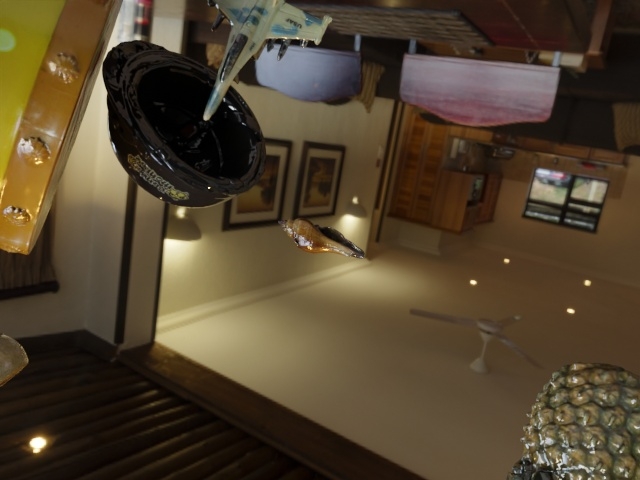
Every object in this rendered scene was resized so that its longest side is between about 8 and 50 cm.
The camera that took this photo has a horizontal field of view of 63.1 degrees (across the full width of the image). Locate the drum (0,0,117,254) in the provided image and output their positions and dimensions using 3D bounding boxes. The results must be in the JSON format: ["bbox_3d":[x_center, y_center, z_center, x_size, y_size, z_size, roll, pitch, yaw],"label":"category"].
[{"bbox_3d":[-0.387,-0.201,0.616,0.214,0.431,0.431,19,-173,-26],"label":"drum"}]

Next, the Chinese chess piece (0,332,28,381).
[{"bbox_3d":[-0.847,0.340,1.265,0.104,0.257,0.257,52,-168,-6],"label":"Chinese chess piece"}]

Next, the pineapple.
[{"bbox_3d":[0.196,0.219,0.424,0.125,0.125,0.251,20,-123,40],"label":"pineapple"}]

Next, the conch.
[{"bbox_3d":[-0.003,0.001,1.349,0.232,0.080,0.086,23,-143,-8],"label":"conch"}]

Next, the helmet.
[{"bbox_3d":[-0.230,-0.160,0.818,0.279,0.160,0.230,35,-134,-22],"label":"helmet"}]

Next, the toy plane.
[{"bbox_3d":[-0.100,-0.284,0.731,0.192,0.262,0.088,26,-175,4],"label":"toy plane"}]
